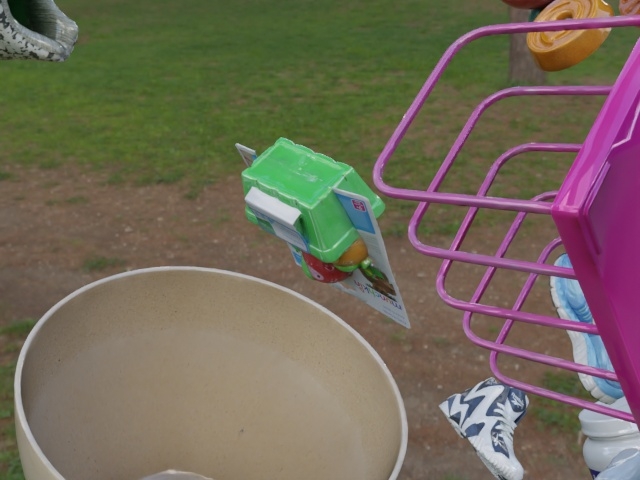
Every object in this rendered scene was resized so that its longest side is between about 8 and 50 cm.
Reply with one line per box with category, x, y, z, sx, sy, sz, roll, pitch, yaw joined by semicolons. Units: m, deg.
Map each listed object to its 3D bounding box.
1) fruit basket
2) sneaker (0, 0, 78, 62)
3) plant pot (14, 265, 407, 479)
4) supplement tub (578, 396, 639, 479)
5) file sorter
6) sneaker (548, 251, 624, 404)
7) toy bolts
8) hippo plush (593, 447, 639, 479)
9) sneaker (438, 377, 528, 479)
fruit basket;0.000;0.000;1.389;0.327;0.353;0.165;28;58;38
sneaker;-0.286;-0.303;0.585;0.182;0.410;0.158;12;52;12
plant pot;-0.096;0.180;0.598;0.284;0.191;0.284;14;29;-8
supplement tub;0.675;0.485;1.523;0.241;0.331;0.241;-19;-4;-1
file sorter;0.200;-0.012;0.626;0.182;0.291;0.202;10;57;42
sneaker;0.285;0.078;0.758;0.063;0.162;0.073;21;-44;-41
toy bolts;0.335;-0.267;0.940;0.158;0.218;0.228;37;-4;-32
hippo plush;0.511;0.492;1.183;0.294;0.237;0.234;-24;1;-18
sneaker;0.333;0.328;1.385;0.153;0.094;0.235;-38;21;-4
